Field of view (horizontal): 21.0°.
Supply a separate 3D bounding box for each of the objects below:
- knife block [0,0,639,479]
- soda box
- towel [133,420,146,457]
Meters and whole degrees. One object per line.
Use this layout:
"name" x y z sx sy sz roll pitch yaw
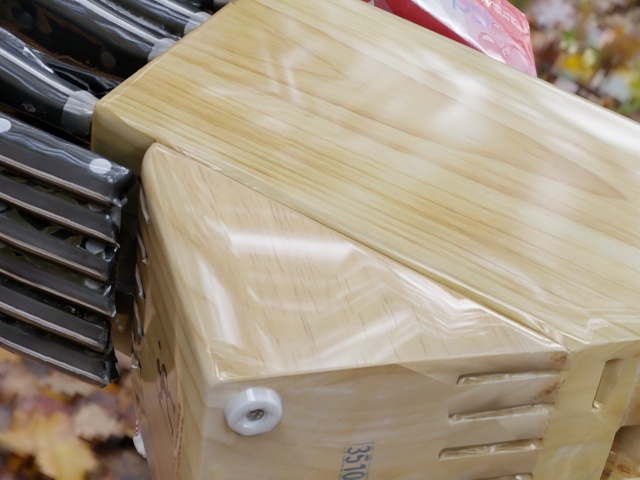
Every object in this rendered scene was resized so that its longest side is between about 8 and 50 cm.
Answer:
"knife block" 0.003 -0.020 0.513 0.275 0.088 0.242 -5 44 -15
"soda box" 0.037 -0.175 1.229 0.263 0.083 0.092 31 39 -31
"towel" 0.000 0.000 0.716 0.029 0.197 0.144 35 11 17
